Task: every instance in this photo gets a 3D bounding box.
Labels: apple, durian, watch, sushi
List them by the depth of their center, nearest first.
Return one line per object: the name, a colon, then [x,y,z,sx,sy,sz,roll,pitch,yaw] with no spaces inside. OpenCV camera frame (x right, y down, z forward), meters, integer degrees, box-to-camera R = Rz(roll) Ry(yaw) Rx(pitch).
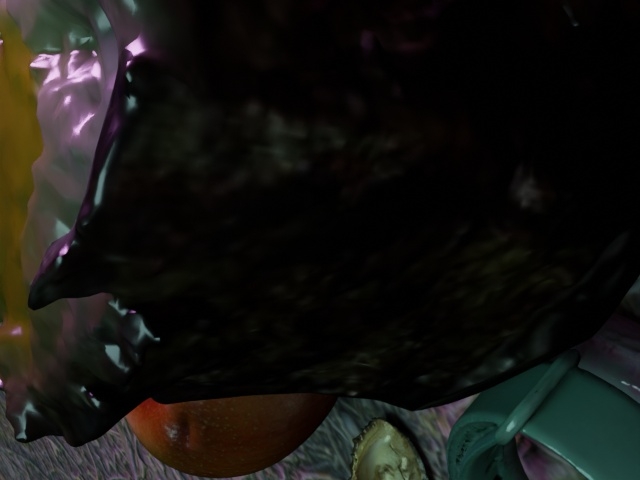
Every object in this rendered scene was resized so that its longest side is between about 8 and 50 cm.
sushi: [-0.030,-0.066,0.508,0.299,0.294,0.281,58,136,37]
watch: [0.161,0.160,0.617,0.195,0.068,0.237,31,155,35]
apple: [-0.079,0.087,0.820,0.201,0.162,0.201,33,139,34]
durian: [0.061,0.196,0.847,0.066,0.052,0.130,-20,105,16]

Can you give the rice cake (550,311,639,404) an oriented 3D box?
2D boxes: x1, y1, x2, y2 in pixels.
rice cake: [0.113,0.030,0.637,0.290,0.051,0.081,29,144,34]
